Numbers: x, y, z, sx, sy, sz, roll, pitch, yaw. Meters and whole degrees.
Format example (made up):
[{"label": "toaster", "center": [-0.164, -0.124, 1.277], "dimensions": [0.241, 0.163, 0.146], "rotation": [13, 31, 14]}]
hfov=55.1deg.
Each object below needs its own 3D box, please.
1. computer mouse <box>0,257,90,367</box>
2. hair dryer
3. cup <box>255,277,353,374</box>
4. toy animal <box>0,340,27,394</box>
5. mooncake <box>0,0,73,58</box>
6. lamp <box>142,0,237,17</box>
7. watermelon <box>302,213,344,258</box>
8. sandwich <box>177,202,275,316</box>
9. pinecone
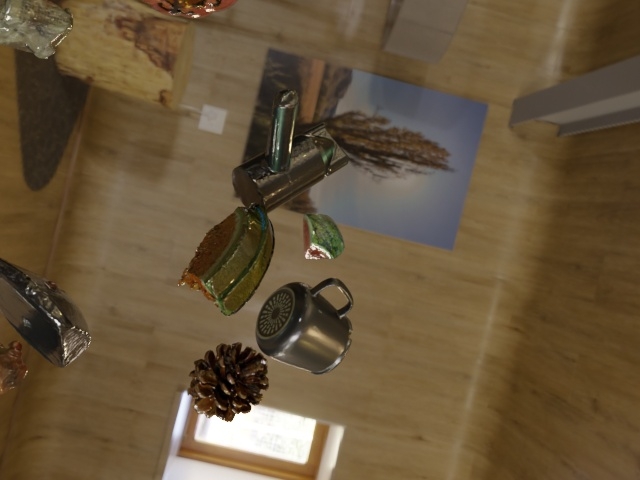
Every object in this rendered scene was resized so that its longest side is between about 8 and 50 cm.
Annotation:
[{"label": "computer mouse", "center": [-0.450, 0.112, 1.009], "dimensions": [0.087, 0.168, 0.295], "rotation": [-46, 179, -32]}, {"label": "hair dryer", "center": [-0.043, -0.202, 1.215], "dimensions": [0.244, 0.116, 0.302], "rotation": [-35, 163, -26]}, {"label": "cup", "center": [-0.015, 0.175, 1.296], "dimensions": [0.223, 0.176, 0.169], "rotation": [-42, -149, 18]}, {"label": "toy animal", "center": [-0.647, 0.271, 1.054], "dimensions": [0.097, 0.157, 0.312], "rotation": [-57, -177, 40]}, {"label": "mooncake", "center": [-0.518, -0.392, 1.094], "dimensions": [0.129, 0.125, 0.073], "rotation": [-20, -110, 38]}, {"label": "lamp", "center": [-0.165, -0.342, 0.736], "dimensions": [0.182, 0.181, 0.140], "rotation": [115, -27, -71]}, {"label": "watermelon", "center": [0.002, -0.006, 1.083], "dimensions": [0.072, 0.092, 0.085], "rotation": [-13, -116, 46]}, {"label": "sandwich", "center": [-0.157, 0.014, 1.062], "dimensions": [0.235, 0.159, 0.079], "rotation": [-58, 136, -35]}, {"label": "pinecone", "center": [-0.211, 0.324, 1.424], "dimensions": [0.150, 0.195, 0.179], "rotation": [44, 27, -60]}]
